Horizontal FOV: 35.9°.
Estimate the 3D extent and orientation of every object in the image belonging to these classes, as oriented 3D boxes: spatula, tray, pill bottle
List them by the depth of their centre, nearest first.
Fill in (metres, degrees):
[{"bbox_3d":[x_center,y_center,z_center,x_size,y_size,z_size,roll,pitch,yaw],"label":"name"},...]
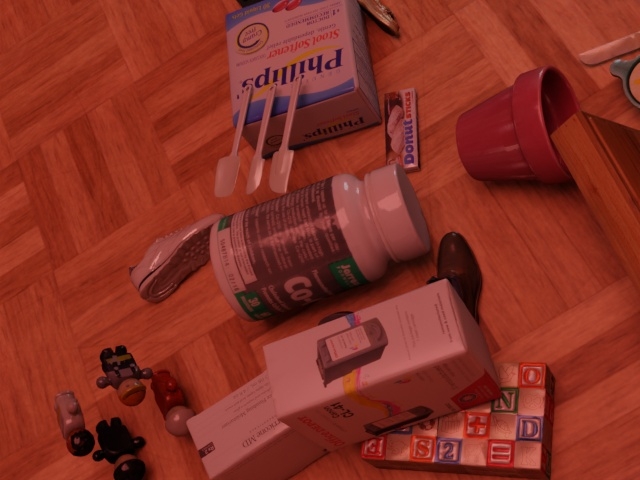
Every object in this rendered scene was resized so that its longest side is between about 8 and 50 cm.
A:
[{"bbox_3d":[0.533,-0.014,1.554,0.076,0.203,0.411,-46,51,35],"label":"tray"},{"bbox_3d":[0.000,0.000,1.782,0.361,0.204,0.204,-20,60,15],"label":"pill bottle"},{"bbox_3d":[-0.114,-0.195,1.846,0.168,0.019,0.242,-4,69,35],"label":"spatula"}]

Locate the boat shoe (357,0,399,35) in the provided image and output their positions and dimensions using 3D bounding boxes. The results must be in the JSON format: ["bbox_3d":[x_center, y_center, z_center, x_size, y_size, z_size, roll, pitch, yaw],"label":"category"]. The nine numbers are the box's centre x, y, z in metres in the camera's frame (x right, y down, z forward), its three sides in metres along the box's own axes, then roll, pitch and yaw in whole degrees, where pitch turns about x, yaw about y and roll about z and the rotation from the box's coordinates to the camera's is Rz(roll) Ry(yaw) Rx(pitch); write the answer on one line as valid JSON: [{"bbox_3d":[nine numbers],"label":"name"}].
[{"bbox_3d":[0.122,-0.478,2.039,0.048,0.056,0.153,-40,49,4],"label":"boat shoe"}]

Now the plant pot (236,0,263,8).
[{"bbox_3d":[-0.147,-0.637,2.172,0.166,0.165,0.234,-16,69,16],"label":"plant pot"}]

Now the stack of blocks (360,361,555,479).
[{"bbox_3d":[0.225,0.290,1.618,0.297,0.087,0.171,-2,66,23],"label":"stack of blocks"}]

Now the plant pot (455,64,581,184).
[{"bbox_3d":[0.347,-0.186,1.738,0.180,0.201,0.201,-14,61,35],"label":"plant pot"}]

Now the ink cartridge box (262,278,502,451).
[{"bbox_3d":[0.100,0.202,1.529,0.306,0.226,0.131,-23,58,14],"label":"ink cartridge box"}]

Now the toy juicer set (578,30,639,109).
[{"bbox_3d":[0.625,-0.299,1.717,0.209,0.089,0.329,-37,57,4],"label":"toy juicer set"}]

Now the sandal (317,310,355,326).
[{"bbox_3d":[0.104,0.169,1.729,0.254,0.054,0.097,-4,95,39],"label":"sandal"}]

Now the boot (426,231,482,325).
[{"bbox_3d":[0.230,0.069,1.707,0.082,0.106,0.219,-12,63,18],"label":"boot"}]

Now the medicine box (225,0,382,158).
[{"bbox_3d":[-0.038,-0.347,1.992,0.263,0.149,0.289,-16,61,17],"label":"medicine box"}]

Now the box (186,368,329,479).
[{"bbox_3d":[-0.097,0.331,1.684,0.181,0.182,0.119,-34,58,6],"label":"box"}]

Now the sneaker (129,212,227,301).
[{"bbox_3d":[-0.285,0.016,1.973,0.235,0.090,0.095,-39,48,1],"label":"sneaker"}]

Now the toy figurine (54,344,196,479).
[{"bbox_3d":[-0.355,0.318,1.784,0.213,0.209,0.148,-41,47,3],"label":"toy figurine"}]

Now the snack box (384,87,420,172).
[{"bbox_3d":[0.158,-0.212,1.918,0.064,0.022,0.178,-9,63,18],"label":"snack box"}]
